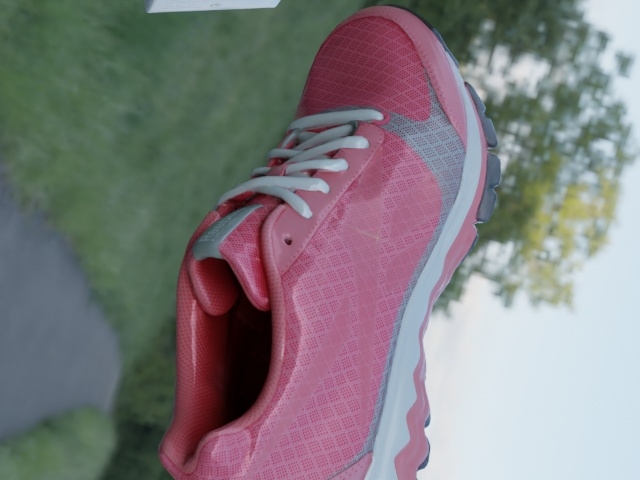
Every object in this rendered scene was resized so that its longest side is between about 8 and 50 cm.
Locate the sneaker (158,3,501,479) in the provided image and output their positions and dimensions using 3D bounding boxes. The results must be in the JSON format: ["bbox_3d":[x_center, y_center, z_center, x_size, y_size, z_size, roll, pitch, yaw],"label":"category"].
[{"bbox_3d":[0.000,0.000,0.686,0.136,0.116,0.313,34,57,-43],"label":"sneaker"}]

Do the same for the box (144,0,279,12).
[{"bbox_3d":[-0.056,-0.229,0.836,0.170,0.091,0.130,144,-62,-67],"label":"box"}]
